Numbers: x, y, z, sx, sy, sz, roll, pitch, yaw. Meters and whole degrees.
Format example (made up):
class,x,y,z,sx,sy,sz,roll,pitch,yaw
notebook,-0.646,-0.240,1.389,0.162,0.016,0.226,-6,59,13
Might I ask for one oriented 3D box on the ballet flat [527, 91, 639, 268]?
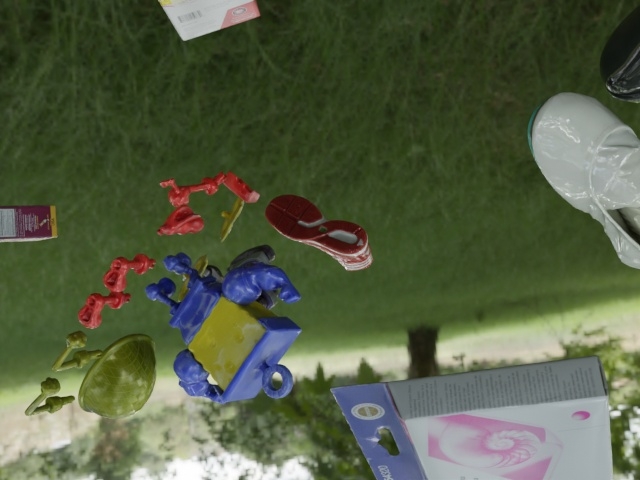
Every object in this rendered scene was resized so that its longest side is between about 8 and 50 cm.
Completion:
class,x,y,z,sx,sy,sz,roll,pitch,yaw
ballet flat,0.428,-0.068,1.208,0.139,0.139,0.400,-12,144,35

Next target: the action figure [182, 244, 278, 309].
class,x,y,z,sx,sy,sz,roll,pitch,yaw
action figure,-0.118,0.102,1.275,0.099,0.185,0.285,-20,-169,11

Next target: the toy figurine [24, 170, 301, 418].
class,x,y,z,sx,sy,sz,roll,pitch,yaw
toy figurine,-0.137,0.126,0.995,0.362,0.217,0.191,-56,161,13

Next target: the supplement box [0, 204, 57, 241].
class,x,y,z,sx,sy,sz,roll,pitch,yaw
supplement box,-0.384,-0.021,1.111,0.083,0.043,0.055,-3,178,-42

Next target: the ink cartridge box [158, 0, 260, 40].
class,x,y,z,sx,sy,sz,roll,pitch,yaw
ink cartridge box,-0.160,-0.350,1.120,0.115,0.067,0.198,-16,159,4

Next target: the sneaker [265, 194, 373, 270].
class,x,y,z,sx,sy,sz,roll,pitch,yaw
sneaker,0.000,0.000,1.641,0.221,0.087,0.128,29,162,29

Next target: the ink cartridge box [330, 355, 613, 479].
class,x,y,z,sx,sy,sz,roll,pitch,yaw
ink cartridge box,0.210,0.280,1.152,0.330,0.071,0.324,-10,139,12

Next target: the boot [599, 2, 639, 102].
class,x,y,z,sx,sy,sz,roll,pitch,yaw
boot,0.364,-0.340,1.073,0.445,0.146,0.367,10,152,-32
